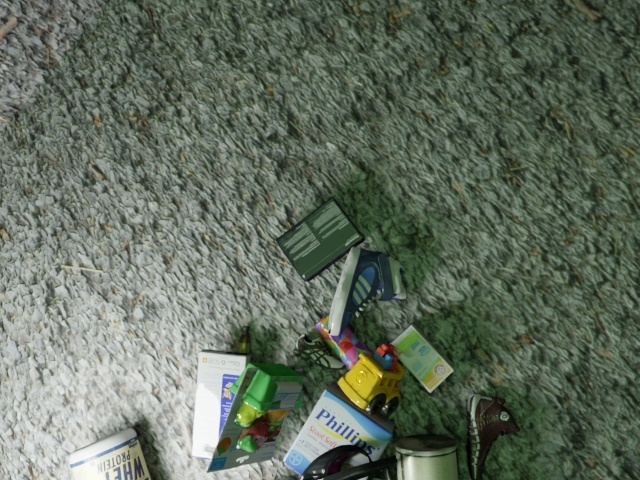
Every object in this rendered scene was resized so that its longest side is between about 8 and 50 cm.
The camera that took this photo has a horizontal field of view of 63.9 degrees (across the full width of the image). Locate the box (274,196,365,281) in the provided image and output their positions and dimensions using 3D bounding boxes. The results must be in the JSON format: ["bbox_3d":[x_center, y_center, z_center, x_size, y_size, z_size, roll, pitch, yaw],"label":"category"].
[{"bbox_3d":[0.000,0.000,1.834,0.261,0.103,0.184,-36,77,5],"label":"box"}]

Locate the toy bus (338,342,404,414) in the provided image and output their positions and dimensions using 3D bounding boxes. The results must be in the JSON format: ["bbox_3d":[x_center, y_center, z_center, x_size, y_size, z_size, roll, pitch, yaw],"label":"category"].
[{"bbox_3d":[0.198,0.439,1.674,0.149,0.220,0.212,36,99,42],"label":"toy bus"}]

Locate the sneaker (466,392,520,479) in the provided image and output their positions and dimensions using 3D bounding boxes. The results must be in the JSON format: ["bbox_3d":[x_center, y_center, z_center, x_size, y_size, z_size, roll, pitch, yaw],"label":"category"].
[{"bbox_3d":[0.561,0.644,1.659,0.162,0.106,0.282,2,84,9],"label":"sneaker"}]

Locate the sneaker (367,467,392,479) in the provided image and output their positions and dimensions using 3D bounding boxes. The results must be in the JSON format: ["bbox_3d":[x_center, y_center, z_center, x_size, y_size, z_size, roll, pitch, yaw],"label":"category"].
[{"bbox_3d":[0.224,0.877,1.708,0.100,0.107,0.272,-13,84,46],"label":"sneaker"}]

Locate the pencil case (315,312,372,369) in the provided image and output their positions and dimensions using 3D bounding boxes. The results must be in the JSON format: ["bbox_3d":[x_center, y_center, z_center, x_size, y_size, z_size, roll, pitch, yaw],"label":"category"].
[{"bbox_3d":[0.082,0.351,1.787,0.104,0.104,0.236,-40,80,5],"label":"pencil case"}]

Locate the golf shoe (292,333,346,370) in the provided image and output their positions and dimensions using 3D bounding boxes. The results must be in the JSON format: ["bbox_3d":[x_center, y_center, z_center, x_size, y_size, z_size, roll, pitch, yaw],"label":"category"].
[{"bbox_3d":[0.003,0.394,1.809,0.198,0.077,0.094,19,88,11],"label":"golf shoe"}]

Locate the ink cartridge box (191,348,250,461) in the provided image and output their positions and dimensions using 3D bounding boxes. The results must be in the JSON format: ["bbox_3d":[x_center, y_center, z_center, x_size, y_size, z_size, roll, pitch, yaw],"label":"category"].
[{"bbox_3d":[-0.348,0.576,1.800,0.175,0.069,0.371,4,86,11],"label":"ink cartridge box"}]

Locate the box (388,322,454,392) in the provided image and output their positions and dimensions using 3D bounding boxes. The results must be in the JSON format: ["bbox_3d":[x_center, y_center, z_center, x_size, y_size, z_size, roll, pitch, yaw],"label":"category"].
[{"bbox_3d":[0.338,0.391,1.727,0.114,0.103,0.203,-44,78,5],"label":"box"}]

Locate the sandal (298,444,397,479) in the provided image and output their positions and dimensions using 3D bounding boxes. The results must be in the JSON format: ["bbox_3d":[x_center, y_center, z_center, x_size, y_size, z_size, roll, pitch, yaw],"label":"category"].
[{"bbox_3d":[0.014,0.708,1.588,0.445,0.167,0.107,-19,64,9],"label":"sandal"}]

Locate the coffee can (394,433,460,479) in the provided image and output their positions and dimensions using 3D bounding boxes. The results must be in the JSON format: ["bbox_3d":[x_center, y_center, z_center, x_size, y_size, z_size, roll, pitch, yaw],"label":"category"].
[{"bbox_3d":[0.347,0.786,1.636,0.201,0.201,0.276,-5,84,11],"label":"coffee can"}]

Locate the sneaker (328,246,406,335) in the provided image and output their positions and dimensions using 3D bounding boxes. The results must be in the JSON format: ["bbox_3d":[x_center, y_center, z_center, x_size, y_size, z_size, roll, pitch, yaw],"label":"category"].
[{"bbox_3d":[0.174,0.193,1.736,0.236,0.130,0.323,18,73,-4],"label":"sneaker"}]

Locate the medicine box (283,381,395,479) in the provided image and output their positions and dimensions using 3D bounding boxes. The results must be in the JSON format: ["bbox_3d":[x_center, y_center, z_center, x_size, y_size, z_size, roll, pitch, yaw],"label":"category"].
[{"bbox_3d":[0.067,0.680,1.731,0.263,0.149,0.289,31,92,13],"label":"medicine box"}]

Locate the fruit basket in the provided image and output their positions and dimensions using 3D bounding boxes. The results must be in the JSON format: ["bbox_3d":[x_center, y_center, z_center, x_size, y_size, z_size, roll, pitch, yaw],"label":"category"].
[{"bbox_3d":[-0.195,0.593,1.709,0.165,0.327,0.353,13,84,36],"label":"fruit basket"}]

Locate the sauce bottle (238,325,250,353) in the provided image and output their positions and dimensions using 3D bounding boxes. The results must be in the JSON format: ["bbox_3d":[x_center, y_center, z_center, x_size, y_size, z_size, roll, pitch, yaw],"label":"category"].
[{"bbox_3d":[-0.278,0.379,1.885,0.042,0.042,0.128,4,83,12],"label":"sauce bottle"}]

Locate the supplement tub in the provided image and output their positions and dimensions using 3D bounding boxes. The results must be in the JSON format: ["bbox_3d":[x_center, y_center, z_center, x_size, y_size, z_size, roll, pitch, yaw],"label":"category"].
[{"bbox_3d":[-0.734,0.870,1.831,0.235,0.235,0.325,-24,81,8],"label":"supplement tub"}]
